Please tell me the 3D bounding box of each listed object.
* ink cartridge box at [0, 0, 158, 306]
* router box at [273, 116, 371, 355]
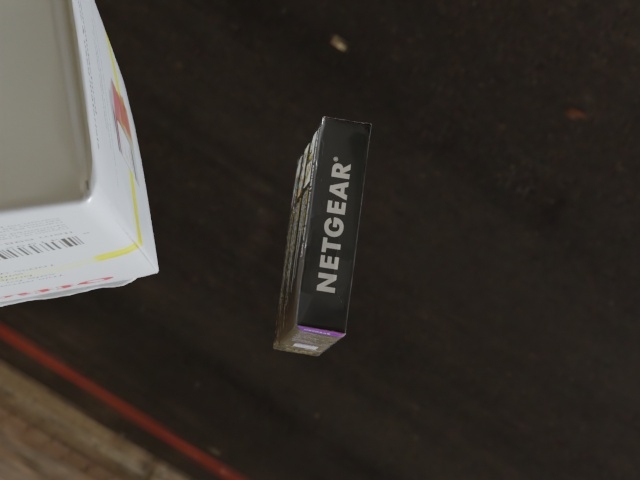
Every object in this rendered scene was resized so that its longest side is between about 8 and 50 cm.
[{"bbox_3d":[-0.258,-0.049,0.866,0.279,0.160,0.385,-9,173,-4],"label":"ink cartridge box"},{"bbox_3d":[0.000,0.000,1.212,0.046,0.179,0.133,9,167,-8],"label":"router box"}]
